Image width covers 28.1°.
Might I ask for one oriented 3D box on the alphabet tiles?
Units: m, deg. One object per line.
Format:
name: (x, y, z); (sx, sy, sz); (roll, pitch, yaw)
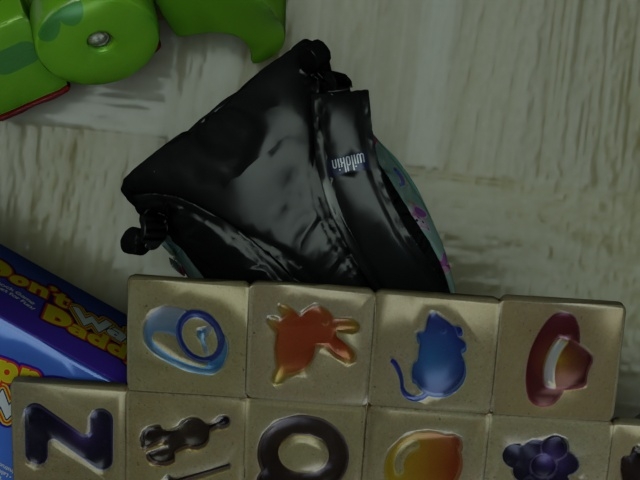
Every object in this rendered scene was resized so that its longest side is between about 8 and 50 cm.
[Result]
alphabet tiles: (0.018, 0.157, 0.626); (0.342, 0.011, 0.285); (3, 107, 3)

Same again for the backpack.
backpack: (0.000, 0.000, 0.695); (0.152, 0.115, 0.182); (-37, 94, 13)

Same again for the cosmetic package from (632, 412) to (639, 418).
cosmetic package: (0.134, 0.187, 0.685); (0.099, 0.060, 0.239); (46, 117, 1)

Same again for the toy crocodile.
toy crocodile: (-0.185, -0.109, 0.699); (0.340, 0.105, 0.115); (-18, 54, 3)

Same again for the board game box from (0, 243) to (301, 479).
board game box: (-0.160, 0.147, 0.681); (0.347, 0.078, 0.233); (30, 107, -6)
